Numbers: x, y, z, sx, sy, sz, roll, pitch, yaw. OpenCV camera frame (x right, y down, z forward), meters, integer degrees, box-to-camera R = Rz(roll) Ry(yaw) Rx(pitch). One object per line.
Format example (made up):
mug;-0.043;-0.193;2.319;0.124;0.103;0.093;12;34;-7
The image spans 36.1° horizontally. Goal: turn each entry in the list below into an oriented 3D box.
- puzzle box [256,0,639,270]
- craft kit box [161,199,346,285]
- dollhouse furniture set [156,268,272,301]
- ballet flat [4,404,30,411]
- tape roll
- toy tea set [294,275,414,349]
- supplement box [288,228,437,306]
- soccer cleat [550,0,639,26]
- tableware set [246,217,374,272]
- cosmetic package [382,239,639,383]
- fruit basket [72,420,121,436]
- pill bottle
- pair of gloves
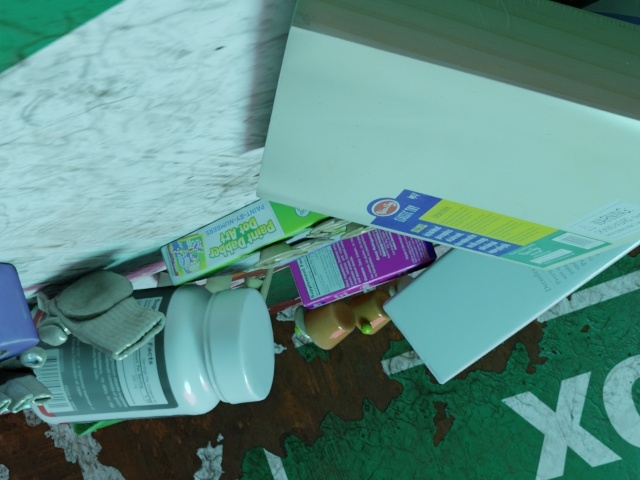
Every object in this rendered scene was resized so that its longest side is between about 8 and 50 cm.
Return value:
puzzle box;0.097;-0.059;0.666;0.272;0.052;0.409;14;170;-4
craft kit box;-0.026;-0.020;1.213;0.249;0.061;0.246;-24;175;28
dollhouse furniture set;-0.145;0.038;1.444;0.151;0.123;0.144;15;171;-2
ballet flat;-0.357;0.178;1.355;0.348;0.123;0.123;3;162;-31
tape roll;-0.376;0.091;0.949;0.188;0.080;0.189;-19;174;-2
toy tea set;0.045;0.095;1.742;0.124;0.200;0.336;-34;167;34
supplement box;0.062;0.019;1.543;0.220;0.114;0.111;-19;173;3
soccer cleat;0.316;-0.158;0.686;0.331;0.143;0.116;-22;173;16
tableware set;0.000;0.000;1.137;0.168;0.020;0.141;-23;172;29
cosmetic package;0.335;0.009;1.483;0.453;0.161;0.230;-42;170;30
fruit basket;-0.402;0.193;1.561;0.353;0.166;0.327;14;143;-40
pill bottle;-0.209;0.138;1.215;0.283;0.161;0.161;-6;177;14
pair of gloves;-0.307;0.111;1.086;0.240;0.042;0.204;-32;-151;-20
